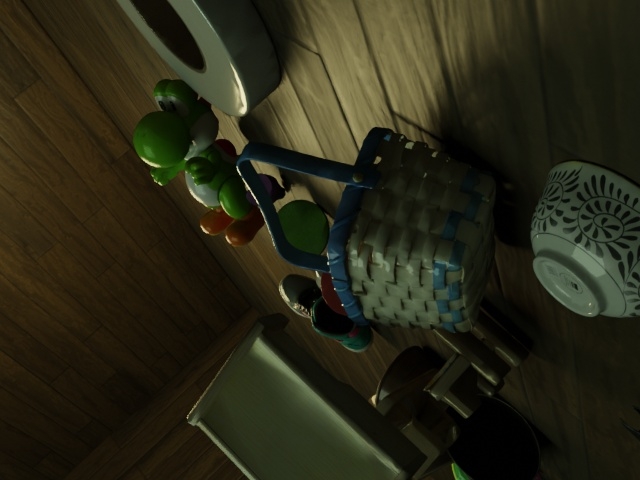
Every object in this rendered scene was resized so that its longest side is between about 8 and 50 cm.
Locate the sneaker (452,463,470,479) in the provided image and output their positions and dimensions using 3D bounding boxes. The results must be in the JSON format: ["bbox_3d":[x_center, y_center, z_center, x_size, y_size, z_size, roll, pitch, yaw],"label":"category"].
[{"bbox_3d":[0.475,0.667,2.052,0.295,0.109,0.123,45,145,21],"label":"sneaker"}]

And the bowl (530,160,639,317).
[{"bbox_3d":[0.249,0.017,0.715,0.170,0.080,0.170,45,167,13],"label":"bowl"}]

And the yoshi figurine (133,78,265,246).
[{"bbox_3d":[-0.263,-0.142,1.574,0.203,0.204,0.362,-93,-17,-54],"label":"yoshi figurine"}]

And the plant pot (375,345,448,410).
[{"bbox_3d":[0.233,0.336,1.663,0.165,0.167,0.167,29,160,34],"label":"plant pot"}]

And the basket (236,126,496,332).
[{"bbox_3d":[0.059,-0.010,0.931,0.289,0.201,0.254,10,154,17],"label":"basket"}]

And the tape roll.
[{"bbox_3d":[-0.216,-0.356,1.170,0.392,0.072,0.392,44,168,12],"label":"tape roll"}]

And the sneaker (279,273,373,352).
[{"bbox_3d":[-0.002,0.164,1.968,0.296,0.123,0.178,34,169,21],"label":"sneaker"}]

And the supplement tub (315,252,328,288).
[{"bbox_3d":[0.024,0.071,1.717,0.071,0.071,0.107,45,169,12],"label":"supplement tub"}]

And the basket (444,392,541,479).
[{"bbox_3d":[0.339,0.418,1.560,0.204,0.154,0.227,43,171,24],"label":"basket"}]

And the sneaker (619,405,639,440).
[{"bbox_3d":[0.440,0.265,0.920,0.089,0.051,0.170,50,172,-35],"label":"sneaker"}]

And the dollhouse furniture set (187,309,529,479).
[{"bbox_3d":[0.048,0.234,1.095,0.256,0.362,0.394,41,-162,18],"label":"dollhouse furniture set"}]

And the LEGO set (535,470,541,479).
[{"bbox_3d":[0.450,0.547,1.764,0.227,0.093,0.086,132,127,-83],"label":"LEGO set"}]

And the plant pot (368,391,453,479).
[{"bbox_3d":[0.233,0.460,1.911,0.263,0.263,0.229,84,161,-71],"label":"plant pot"}]

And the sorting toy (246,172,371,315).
[{"bbox_3d":[0.000,0.000,1.577,0.365,0.127,0.126,46,-162,20],"label":"sorting toy"}]
